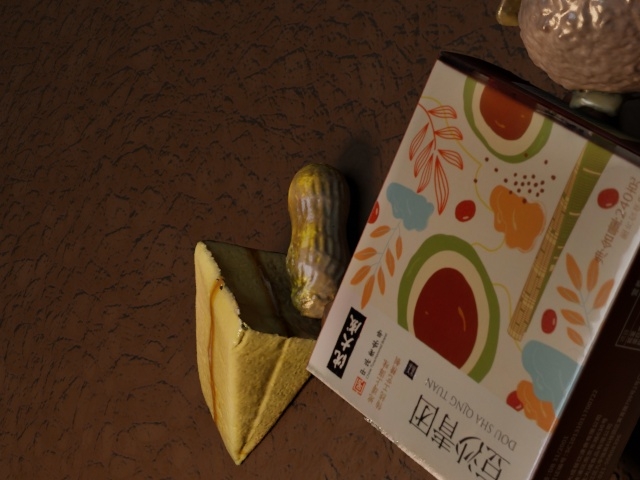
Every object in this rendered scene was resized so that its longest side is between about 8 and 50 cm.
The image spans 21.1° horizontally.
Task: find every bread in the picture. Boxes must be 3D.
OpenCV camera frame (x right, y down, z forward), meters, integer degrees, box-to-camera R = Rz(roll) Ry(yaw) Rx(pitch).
[{"bbox_3d":[-0.125,0.150,2.214,0.264,0.163,0.168,-55,43,26],"label":"bread"}]

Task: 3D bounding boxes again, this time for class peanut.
[{"bbox_3d":[0.000,0.000,2.166,0.087,0.087,0.207,-22,60,47],"label":"peanut"}]

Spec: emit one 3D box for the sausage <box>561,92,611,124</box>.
[{"bbox_3d":[0.287,-0.019,1.816,0.078,0.078,0.304,-27,60,45],"label":"sausage"}]

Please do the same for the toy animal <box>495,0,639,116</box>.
[{"bbox_3d":[0.302,-0.237,1.650,0.226,0.358,0.188,-30,71,-2],"label":"toy animal"}]

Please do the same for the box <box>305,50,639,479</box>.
[{"bbox_3d":[0.193,0.048,1.756,0.344,0.122,0.385,35,107,45],"label":"box"}]

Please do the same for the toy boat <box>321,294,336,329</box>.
[{"bbox_3d":[0.084,0.148,2.009,0.108,0.099,0.293,-41,43,2],"label":"toy boat"}]
